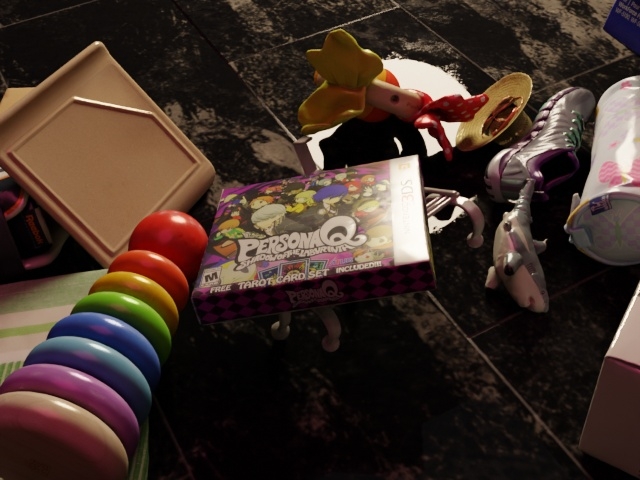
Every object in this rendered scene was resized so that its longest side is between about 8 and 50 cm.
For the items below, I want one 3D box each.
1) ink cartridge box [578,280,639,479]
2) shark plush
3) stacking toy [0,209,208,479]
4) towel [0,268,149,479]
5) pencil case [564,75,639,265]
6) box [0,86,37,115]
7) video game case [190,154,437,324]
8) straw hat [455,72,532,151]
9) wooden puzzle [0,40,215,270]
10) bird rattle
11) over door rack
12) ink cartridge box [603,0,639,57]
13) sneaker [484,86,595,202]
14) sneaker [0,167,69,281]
[{"bbox_3d":[0.339,0.101,0.786,0.093,0.160,0.219,21,50,25],"label":"ink cartridge box"},{"bbox_3d":[0.237,0.006,0.953,0.067,0.073,0.161,12,54,-4],"label":"shark plush"},{"bbox_3d":[-0.202,0.087,0.812,0.141,0.141,0.330,7,42,11],"label":"stacking toy"},{"bbox_3d":[-0.301,0.169,0.844,0.248,0.038,0.324,-9,47,-5],"label":"towel"},{"bbox_3d":[0.388,-0.092,1.013,0.124,0.113,0.273,-25,27,44],"label":"pencil case"},{"bbox_3d":[-0.395,-0.183,1.226,0.201,0.021,0.164,-3,45,2],"label":"box"},{"bbox_3d":[-0.003,-0.006,0.841,0.232,0.041,0.210,-9,32,10],"label":"video game case"},{"bbox_3d":[0.258,-0.160,1.122,0.061,0.144,0.144,36,43,-19],"label":"straw hat"},{"bbox_3d":[-0.267,-0.099,1.012,0.044,0.238,0.221,-18,28,47],"label":"wooden puzzle"},{"bbox_3d":[0.091,-0.206,1.124,0.254,0.143,0.207,7,16,-18],"label":"bird rattle"},{"bbox_3d":[0.000,0.000,0.967,0.239,0.108,0.324,-33,37,-26],"label":"over door rack"},{"bbox_3d":[0.478,-0.225,1.038,0.333,0.065,0.165,17,27,-43],"label":"ink cartridge box"},{"bbox_3d":[0.315,-0.118,1.054,0.224,0.083,0.098,-45,36,-22],"label":"sneaker"},{"bbox_3d":[-0.413,-0.009,0.978,0.127,0.126,0.321,24,49,33],"label":"sneaker"}]
